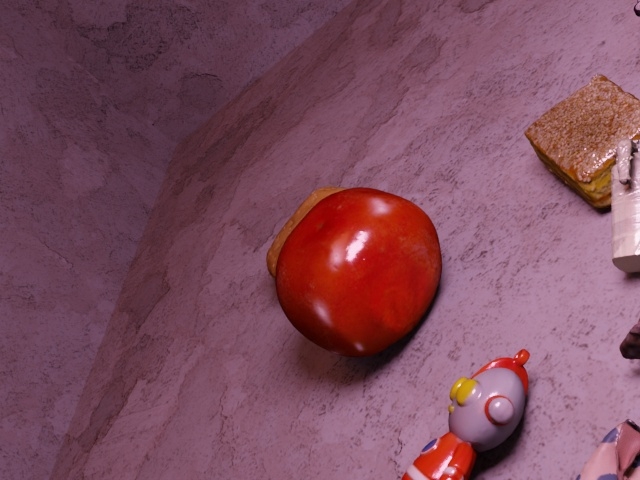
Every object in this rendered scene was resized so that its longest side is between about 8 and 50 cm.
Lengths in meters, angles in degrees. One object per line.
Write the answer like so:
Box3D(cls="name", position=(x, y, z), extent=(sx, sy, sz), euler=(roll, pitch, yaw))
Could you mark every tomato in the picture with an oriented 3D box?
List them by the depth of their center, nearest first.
Box3D(cls="tomato", position=(0.074, 0.059, 1.583), extent=(0.325, 0.290, 0.293), euler=(-50, 33, -6))

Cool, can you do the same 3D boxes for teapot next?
Box3D(cls="teapot", position=(0.480, -0.062, 1.262), extent=(0.077, 0.107, 0.200), euler=(-12, 60, 39))

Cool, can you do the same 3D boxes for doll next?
Box3D(cls="doll", position=(0.210, 0.298, 1.242), extent=(0.336, 0.105, 0.200), euler=(-51, -3, -4))

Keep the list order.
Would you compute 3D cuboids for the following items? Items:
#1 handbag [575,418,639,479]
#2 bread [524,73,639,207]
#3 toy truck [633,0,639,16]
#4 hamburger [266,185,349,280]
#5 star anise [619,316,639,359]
Box3D(cls="handbag", position=(0.392, 0.323, 0.867), extent=(0.251, 0.190, 0.193), euler=(7, 54, 51))
Box3D(cls="bread", position=(0.492, -0.173, 1.454), extent=(0.184, 0.110, 0.234), euler=(-41, 29, 11))
Box3D(cls="toy truck", position=(0.653, -0.380, 1.485), extent=(0.125, 0.101, 0.242), euler=(-29, 35, 27))
Box3D(cls="hamburger", position=(-0.001, 0.001, 1.946), extent=(0.283, 0.144, 0.259), euler=(-49, 23, -12))
Box3D(cls="star anise", position=(0.524, 0.094, 1.035), extent=(0.332, 0.117, 0.331), euler=(-33, 27, 19))
